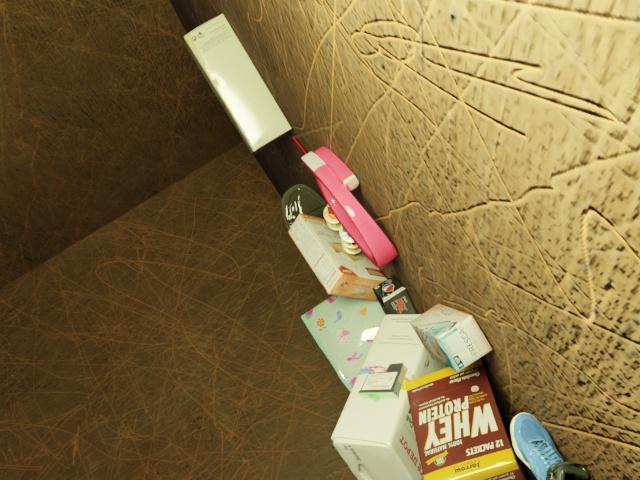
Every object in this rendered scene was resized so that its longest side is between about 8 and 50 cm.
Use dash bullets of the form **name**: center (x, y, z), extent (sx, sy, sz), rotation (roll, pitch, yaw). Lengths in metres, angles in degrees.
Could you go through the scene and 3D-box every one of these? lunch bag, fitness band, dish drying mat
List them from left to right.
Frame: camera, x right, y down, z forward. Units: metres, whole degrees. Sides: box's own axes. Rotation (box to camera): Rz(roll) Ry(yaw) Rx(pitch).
- **dish drying mat**: center (-0.042, -0.218, 1.471), extent (0.083, 0.008, 0.032), rotation (54, 175, 35)
- **fitness band**: center (0.054, -0.067, 1.153), extent (0.209, 0.054, 0.291), rotation (57, 178, -37)
- **lunch bag**: center (0.117, 0.244, 1.509), extent (0.262, 0.223, 0.160), rotation (54, 180, 31)

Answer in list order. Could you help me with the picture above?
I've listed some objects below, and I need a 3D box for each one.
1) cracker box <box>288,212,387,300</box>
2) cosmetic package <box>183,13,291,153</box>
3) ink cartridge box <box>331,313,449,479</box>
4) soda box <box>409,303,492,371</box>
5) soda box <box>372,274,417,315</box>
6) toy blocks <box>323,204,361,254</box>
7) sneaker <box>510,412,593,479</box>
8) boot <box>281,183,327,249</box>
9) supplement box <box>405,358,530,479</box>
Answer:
- **cracker box**: center (0.041, 0.038, 1.459), extent (0.155, 0.067, 0.232), rotation (12, -148, -41)
- **cosmetic package**: center (-0.200, -0.372, 1.490), extent (0.309, 0.113, 0.160), rotation (59, 176, -6)
- **ink cartridge box**: center (0.154, 0.303, 1.101), extent (0.117, 0.278, 0.201), rotation (-5, 129, 35)
- **soda box**: center (0.191, 0.142, 0.918), extent (0.058, 0.063, 0.183), rotation (58, 176, -1)
- **soda box**: center (0.171, 0.156, 1.315), extent (0.053, 0.060, 0.169), rotation (52, 173, 51)
- **toy blocks**: center (0.050, -0.040, 1.359), extent (0.123, 0.054, 0.148), rotation (56, 176, 17)
- **sneaker**: center (0.297, 0.283, 0.772), extent (0.085, 0.058, 0.152), rotation (99, 161, -55)
- **boot**: center (0.000, 0.000, 1.803), extent (0.377, 0.138, 0.284), rotation (53, 177, -11)
- **supplement box**: center (0.235, 0.327, 0.934), extent (0.194, 0.129, 0.191), rotation (-93, -23, -56)
